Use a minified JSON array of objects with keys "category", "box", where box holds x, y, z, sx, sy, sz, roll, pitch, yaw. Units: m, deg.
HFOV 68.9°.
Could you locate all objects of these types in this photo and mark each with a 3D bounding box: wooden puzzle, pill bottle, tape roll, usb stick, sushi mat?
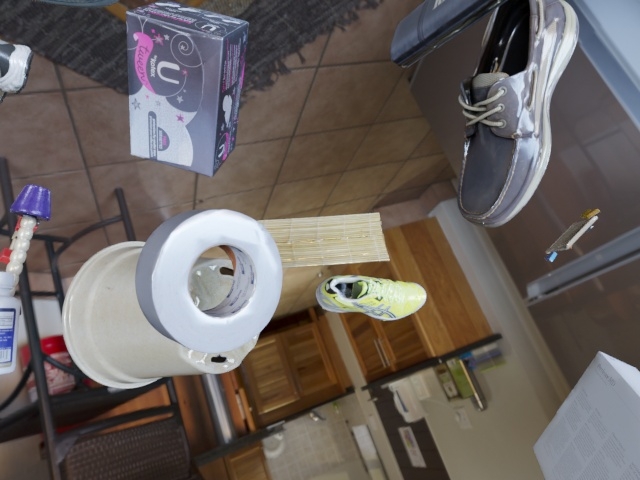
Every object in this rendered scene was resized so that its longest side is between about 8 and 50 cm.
[{"category":"wooden puzzle","box":[0.384,-0.007,0.712,0.116,0.014,0.078,-44,172,2]},{"category":"pill bottle","box":[-0.627,0.154,0.868,0.112,0.187,0.112,-1,170,0]},{"category":"tape roll","box":[-0.167,0.060,0.728,0.219,0.219,0.072,-5,-174,-40]},{"category":"usb stick","box":[0.161,-0.265,0.503,0.045,0.077,0.278,29,169,-19]},{"category":"sushi mat","box":[0.000,0.000,1.137,0.316,0.151,0.019,-4,144,-1]}]

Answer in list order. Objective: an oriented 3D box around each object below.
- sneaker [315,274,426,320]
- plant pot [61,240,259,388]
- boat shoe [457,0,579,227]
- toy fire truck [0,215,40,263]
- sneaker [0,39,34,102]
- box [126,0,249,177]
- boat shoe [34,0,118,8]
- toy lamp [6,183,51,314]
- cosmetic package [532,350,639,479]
[{"category":"sneaker","box":[0.181,0.192,1.586,0.384,0.145,0.147,1,162,-9]},{"category":"plant pot","box":[-0.305,0.157,0.988,0.305,0.334,0.333,-5,174,36]},{"category":"boat shoe","box":[0.256,-0.199,0.680,0.130,0.355,0.132,18,175,-34]},{"category":"toy fire truck","box":[-0.909,-0.028,1.421,0.047,0.192,0.135,32,109,-38]},{"category":"sneaker","box":[-0.624,-0.312,0.855,0.271,0.100,0.108,-5,162,42]},{"category":"box","box":[-0.235,-0.264,0.820,0.163,0.142,0.247,15,125,0]},{"category":"boat shoe","box":[-0.296,-0.286,0.335,0.320,0.103,0.118,12,153,-36]},{"category":"toy lamp","box":[-0.635,0.016,0.989,0.080,0.275,0.080,7,168,2]},{"category":"cosmetic package","box":[0.558,0.421,0.877,0.377,0.097,0.284,-51,164,-73]}]
